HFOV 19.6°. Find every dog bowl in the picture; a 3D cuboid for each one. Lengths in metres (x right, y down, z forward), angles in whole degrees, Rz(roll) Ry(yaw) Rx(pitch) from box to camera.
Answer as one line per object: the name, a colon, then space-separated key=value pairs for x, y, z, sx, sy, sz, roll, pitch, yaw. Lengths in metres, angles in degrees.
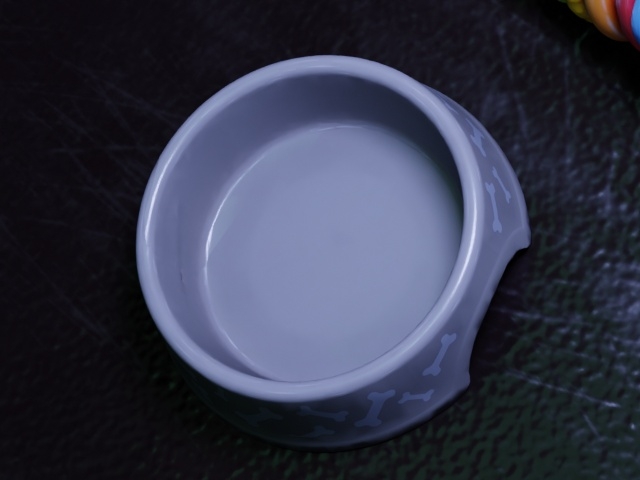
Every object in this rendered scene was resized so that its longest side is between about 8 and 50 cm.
dog bowl: x=0.000 y=0.000 z=1.588 sx=0.348 sy=0.102 sz=0.349 roll=-6 pitch=70 yaw=17

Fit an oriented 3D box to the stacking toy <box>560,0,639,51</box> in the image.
stacking toy: x=0.228 y=-0.259 z=1.593 sx=0.302 sy=0.166 sz=0.175 roll=26 pitch=85 yaw=39
